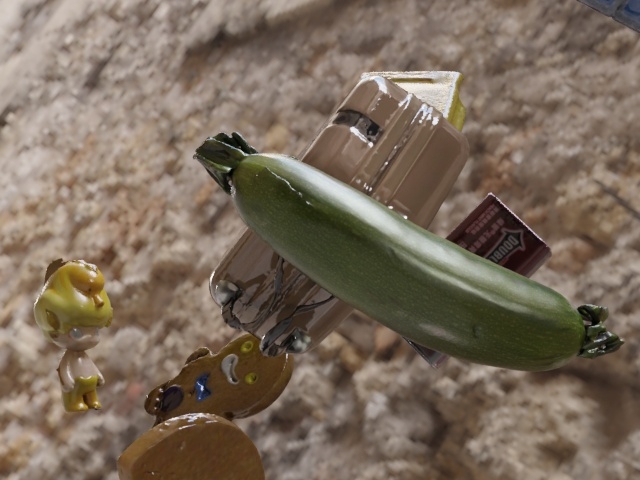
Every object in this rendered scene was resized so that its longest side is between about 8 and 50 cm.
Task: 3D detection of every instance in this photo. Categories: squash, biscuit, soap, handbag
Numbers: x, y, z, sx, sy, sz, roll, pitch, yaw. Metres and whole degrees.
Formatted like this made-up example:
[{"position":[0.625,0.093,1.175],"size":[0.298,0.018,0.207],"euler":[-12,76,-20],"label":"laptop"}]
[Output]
[{"position":[0.055,0.021,0.857],"size":[0.318,0.071,0.080],"euler":[26,15,-5],"label":"squash"},{"position":[-0.129,0.253,1.364],"size":[0.029,0.142,0.221],"euler":[20,-8,44],"label":"biscuit"},{"position":[0.132,-0.187,2.184],"size":[0.199,0.315,0.091],"euler":[0,-61,15],"label":"soap"},{"position":[0.000,0.000,1.345],"size":[0.149,0.283,0.302],"euler":[37,-41,-8],"label":"handbag"},{"position":[-0.144,0.206,1.803],"size":[0.039,0.236,0.180],"euler":[54,11,-38],"label":"biscuit"}]

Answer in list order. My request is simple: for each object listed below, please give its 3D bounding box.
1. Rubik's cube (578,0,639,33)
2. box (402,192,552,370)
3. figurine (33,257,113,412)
[{"position":[0.391,-0.301,1.217],"size":[0.237,0.237,0.238],"euler":[29,28,2],"label":"Rubik's cube"},{"position":[0.190,0.055,1.729],"size":[0.120,0.224,0.069],"euler":[47,0,18],"label":"box"},{"position":[-0.390,0.149,2.065],"size":[0.131,0.246,0.156],"euler":[-5,-5,30],"label":"figurine"}]
